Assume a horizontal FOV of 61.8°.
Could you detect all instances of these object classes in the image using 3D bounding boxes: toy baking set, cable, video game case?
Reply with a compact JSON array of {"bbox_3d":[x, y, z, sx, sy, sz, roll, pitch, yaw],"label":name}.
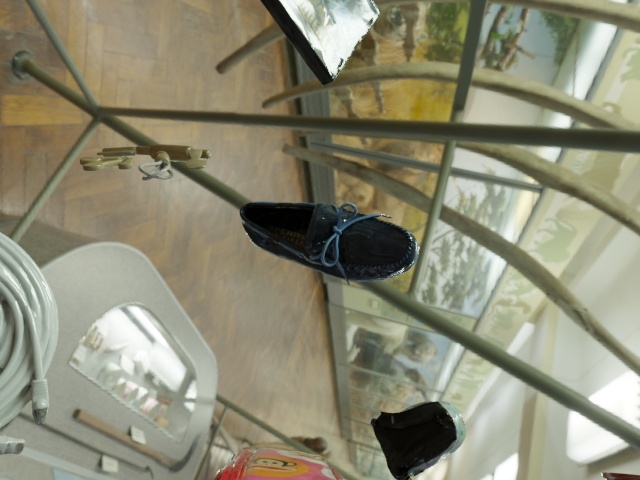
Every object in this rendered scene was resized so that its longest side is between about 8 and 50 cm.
[{"bbox_3d":[-0.283,-0.132,0.913,0.197,0.256,0.030,-51,143,-63],"label":"toy baking set"},{"bbox_3d":[-0.423,0.099,0.573,0.089,0.257,0.257,-24,-119,55],"label":"cable"},{"bbox_3d":[-0.014,-0.467,0.981,0.275,0.035,0.248,49,52,-27],"label":"video game case"}]

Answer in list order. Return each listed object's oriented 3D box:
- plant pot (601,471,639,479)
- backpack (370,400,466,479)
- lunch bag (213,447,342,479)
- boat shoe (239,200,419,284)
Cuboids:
[{"bbox_3d":[0.681,0.599,1.000,0.272,0.272,0.265,75,23,-66],"label":"plant pot"},{"bbox_3d":[0.219,0.414,1.150,0.182,0.152,0.115,-35,156,20],"label":"backpack"},{"bbox_3d":[-0.041,0.313,0.386,0.258,0.120,0.293,106,-11,-74],"label":"lunch bag"},{"bbox_3d":[0.000,0.000,0.725,0.089,0.258,0.109,50,48,-58],"label":"boat shoe"}]
